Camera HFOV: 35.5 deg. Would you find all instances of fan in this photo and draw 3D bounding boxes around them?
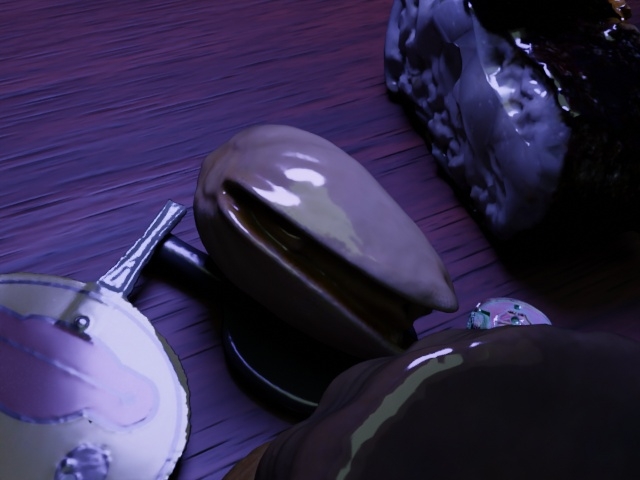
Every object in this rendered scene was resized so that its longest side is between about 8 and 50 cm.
[{"bbox_3d":[-0.182,0.080,0.689,0.229,0.011,0.335,23,49,9],"label":"fan"}]

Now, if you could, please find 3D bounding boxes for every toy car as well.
[{"bbox_3d":[0.132,0.109,0.731,0.069,0.055,0.142,15,57,2],"label":"toy car"}]

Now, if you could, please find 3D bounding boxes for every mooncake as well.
[{"bbox_3d":[0.090,0.182,0.494,0.290,0.161,0.290,4,78,-17],"label":"mooncake"}]

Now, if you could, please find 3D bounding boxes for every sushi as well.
[{"bbox_3d":[0.197,-0.160,0.905,0.207,0.234,0.348,-6,52,-20],"label":"sushi"}]

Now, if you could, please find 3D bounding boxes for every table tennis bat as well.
[{"bbox_3d":[-0.034,0.053,0.768,0.236,0.027,0.150,27,43,12],"label":"table tennis bat"}]

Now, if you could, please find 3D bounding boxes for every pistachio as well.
[{"bbox_3d":[0.000,0.000,0.730,0.223,0.126,0.152,38,9,19],"label":"pistachio"}]

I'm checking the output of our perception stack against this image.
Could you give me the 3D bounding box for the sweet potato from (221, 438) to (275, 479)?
[{"bbox_3d":[0.014,0.174,0.604,0.310,0.098,0.124,3,73,-15],"label":"sweet potato"}]
